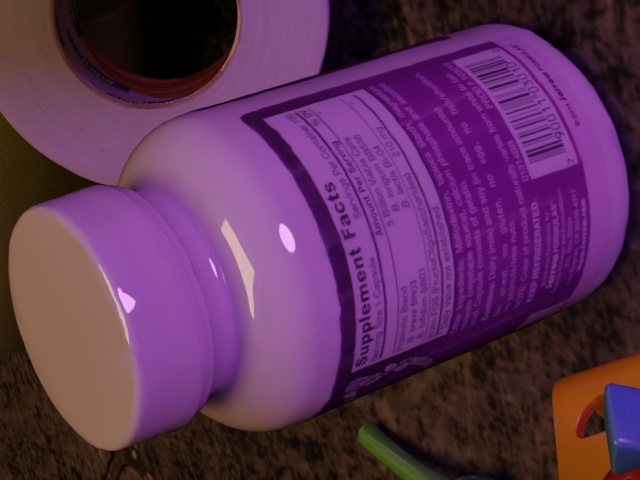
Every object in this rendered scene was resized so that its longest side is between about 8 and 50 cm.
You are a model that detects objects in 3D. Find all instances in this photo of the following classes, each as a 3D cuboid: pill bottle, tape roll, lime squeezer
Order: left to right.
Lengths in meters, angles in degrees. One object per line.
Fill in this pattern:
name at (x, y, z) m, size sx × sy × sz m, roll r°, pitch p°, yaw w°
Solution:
tape roll at (-0.102, -0.144, 1.101) m, size 0.072 × 0.219 × 0.219 m, roll -81°, pitch -17°, yaw -71°
pill bottle at (0.000, 0.000, 0.937) m, size 0.169 × 0.302 × 0.169 m, roll 34°, pitch 134°, yaw 45°
lime squeezer at (0.110, 0.216, 1.125) m, size 0.310 × 0.059 × 0.110 m, roll 52°, pitch 144°, yaw 26°

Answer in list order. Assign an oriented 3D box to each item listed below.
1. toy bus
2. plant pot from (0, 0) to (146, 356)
toy bus at (0.209, 0.083, 0.844) m, size 0.191 × 0.202 × 0.104 m, roll 109°, pitch 162°, yaw -55°
plant pot at (-0.238, -0.107, 1.293) m, size 0.274 × 0.275 × 0.293 m, roll 56°, pitch 142°, yaw 22°
